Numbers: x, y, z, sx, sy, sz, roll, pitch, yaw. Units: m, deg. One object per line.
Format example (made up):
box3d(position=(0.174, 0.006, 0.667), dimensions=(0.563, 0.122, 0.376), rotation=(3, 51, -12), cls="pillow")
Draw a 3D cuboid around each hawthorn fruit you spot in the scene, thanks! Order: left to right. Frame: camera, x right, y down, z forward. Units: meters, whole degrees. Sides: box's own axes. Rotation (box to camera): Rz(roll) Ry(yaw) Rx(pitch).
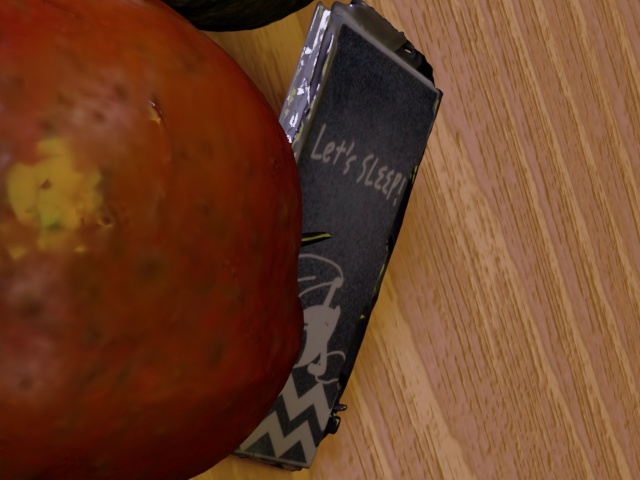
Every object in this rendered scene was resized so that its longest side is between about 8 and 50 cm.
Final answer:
box3d(position=(-0.105, -0.008, 0.614), dimensions=(0.300, 0.254, 0.254), rotation=(-5, 86, -39), cls="hawthorn fruit")

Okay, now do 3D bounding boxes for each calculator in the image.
box3d(position=(-0.001, 0.000, 0.870), dimensions=(0.166, 0.028, 0.274), rotation=(28, 79, -59), cls="calculator")

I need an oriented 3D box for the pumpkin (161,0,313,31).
box3d(position=(-0.067, -0.226, 0.804), dimensions=(0.238, 0.159, 0.238), rotation=(-8, 100, -60), cls="pumpkin")
